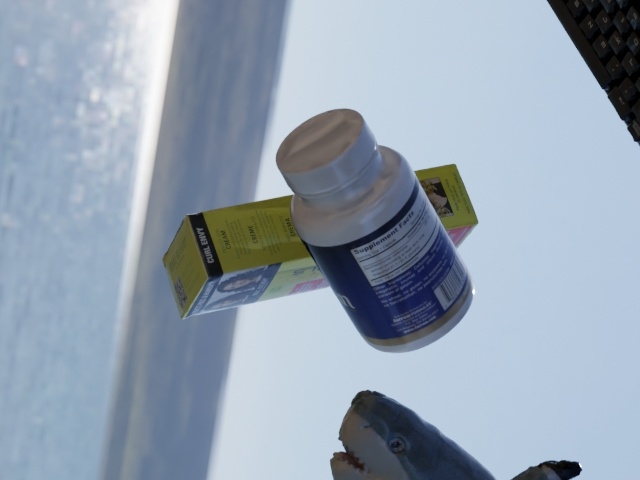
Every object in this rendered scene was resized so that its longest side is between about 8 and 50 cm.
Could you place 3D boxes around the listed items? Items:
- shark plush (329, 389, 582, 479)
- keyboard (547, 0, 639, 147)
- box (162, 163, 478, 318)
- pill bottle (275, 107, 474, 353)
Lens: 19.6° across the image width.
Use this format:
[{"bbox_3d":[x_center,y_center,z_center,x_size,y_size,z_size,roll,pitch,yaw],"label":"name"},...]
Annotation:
[{"bbox_3d":[0.078,0.109,0.685,0.073,0.161,0.067,153,-45,-86],"label":"shark plush"},{"bbox_3d":[0.112,-0.081,0.629,0.180,0.023,0.108,61,-27,20],"label":"keyboard"},{"bbox_3d":[0.000,0.000,1.441,0.058,0.232,0.087,69,-26,19],"label":"box"},{"bbox_3d":[0.036,-0.008,1.323,0.169,0.094,0.094,59,18,-32],"label":"pill bottle"}]
